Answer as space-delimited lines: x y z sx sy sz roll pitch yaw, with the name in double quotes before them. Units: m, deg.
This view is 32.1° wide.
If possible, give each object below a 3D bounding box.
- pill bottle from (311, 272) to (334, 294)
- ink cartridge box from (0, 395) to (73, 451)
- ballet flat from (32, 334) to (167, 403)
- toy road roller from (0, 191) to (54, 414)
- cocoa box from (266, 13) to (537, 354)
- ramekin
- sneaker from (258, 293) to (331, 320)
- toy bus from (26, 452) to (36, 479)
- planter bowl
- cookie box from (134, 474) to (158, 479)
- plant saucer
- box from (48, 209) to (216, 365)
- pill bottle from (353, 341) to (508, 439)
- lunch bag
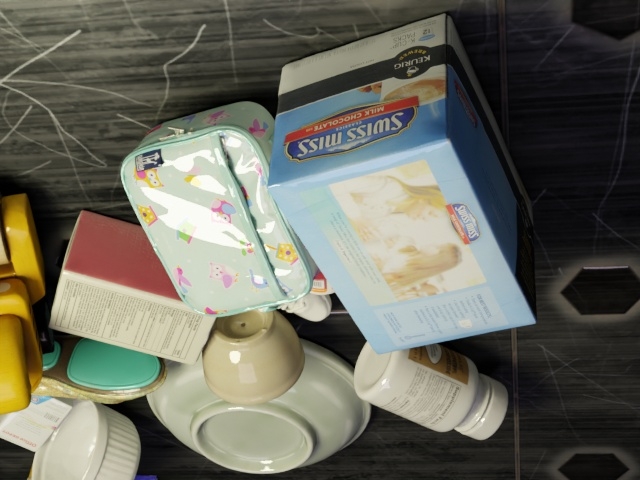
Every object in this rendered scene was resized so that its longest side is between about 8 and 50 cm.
"pill bottle" 0.000 0.000 1.576 0.086 0.086 0.152 2 138 5
"ink cartridge box" -0.511 0.306 1.980 0.088 0.052 0.122 32 109 -25
"ballet flat" -0.414 0.219 1.855 0.349 0.123 0.123 5 139 10
"toy road roller" -0.495 0.108 1.589 0.203 0.240 0.329 -9 125 -9
"cocoa box" 0.114 -0.057 1.390 0.232 0.228 0.347 -13 135 21
"ramekin" -0.413 0.390 1.985 0.109 0.207 0.207 28 135 -37
"sneaker" -0.066 0.078 1.666 0.080 0.094 0.212 -28 129 31
"toy bus" -0.506 0.471 2.097 0.202 0.191 0.104 29 162 49
"planter bowl" -0.112 0.157 1.713 0.162 0.162 0.109 -2 135 10
"cookie box" -0.380 0.510 2.193 0.107 0.091 0.040 0 135 8
"plant saucer" -0.112 0.309 1.928 0.401 0.100 0.400 3 138 3
"box" -0.271 0.072 1.660 0.232 0.126 0.148 16 137 -11
"pill bottle" 0.180 0.233 1.780 0.229 0.131 0.131 26 135 -20
"lunch bag" -0.122 -0.040 1.472 0.224 0.108 0.279 -10 116 28
